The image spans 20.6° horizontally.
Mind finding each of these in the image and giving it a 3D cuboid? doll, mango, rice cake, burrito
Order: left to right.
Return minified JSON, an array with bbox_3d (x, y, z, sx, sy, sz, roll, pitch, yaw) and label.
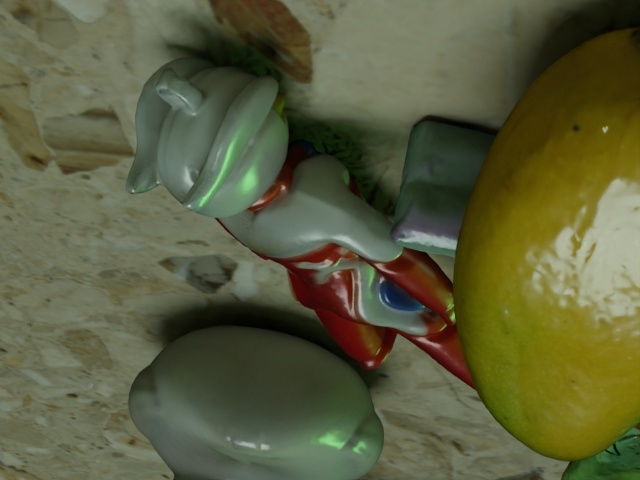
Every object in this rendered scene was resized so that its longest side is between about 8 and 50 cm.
[{"bbox_3d":[-0.063,0.191,1.429,0.221,0.221,0.251,13,154,-2],"label":"doll"},{"bbox_3d":[0.000,0.000,1.151,0.188,0.099,0.384,15,163,37],"label":"doll"},{"bbox_3d":[0.157,-0.011,1.074,0.221,0.080,0.042,14,156,-3],"label":"rice cake"},{"bbox_3d":[0.164,0.007,0.984,0.176,0.119,0.317,13,129,-5],"label":"mango"},{"bbox_3d":[0.274,0.168,1.411,0.104,0.054,0.288,15,152,-9],"label":"burrito"}]
